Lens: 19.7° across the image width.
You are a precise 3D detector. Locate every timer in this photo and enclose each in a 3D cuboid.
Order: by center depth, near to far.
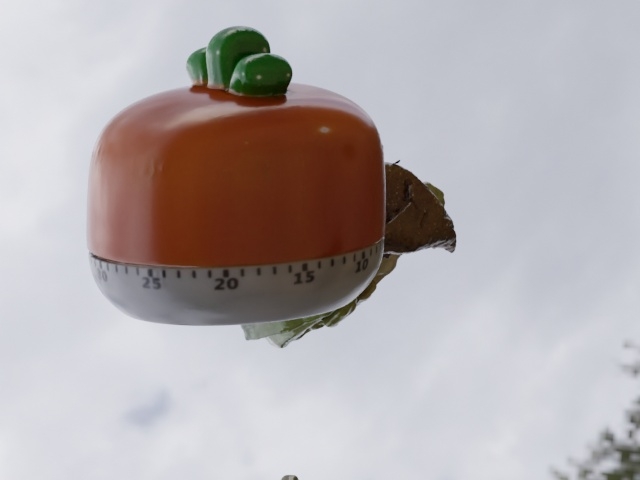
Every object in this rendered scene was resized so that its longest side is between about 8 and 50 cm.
[{"bbox_3d":[-0.036,-0.030,0.789,0.136,0.099,0.136,-2,-84,-23],"label":"timer"}]

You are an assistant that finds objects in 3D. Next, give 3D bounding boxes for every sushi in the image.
[{"bbox_3d":[0.026,-0.014,0.915,0.099,0.047,0.050,13,-105,-18],"label":"sushi"}]

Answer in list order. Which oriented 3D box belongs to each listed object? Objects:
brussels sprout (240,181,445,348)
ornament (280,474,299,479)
[{"bbox_3d":[-0.001,-0.003,1.292,0.100,0.181,0.139,45,-142,-8],"label":"brussels sprout"},{"bbox_3d":[-0.026,0.301,1.462,0.245,0.061,0.230,-81,-2,-56],"label":"ornament"}]
